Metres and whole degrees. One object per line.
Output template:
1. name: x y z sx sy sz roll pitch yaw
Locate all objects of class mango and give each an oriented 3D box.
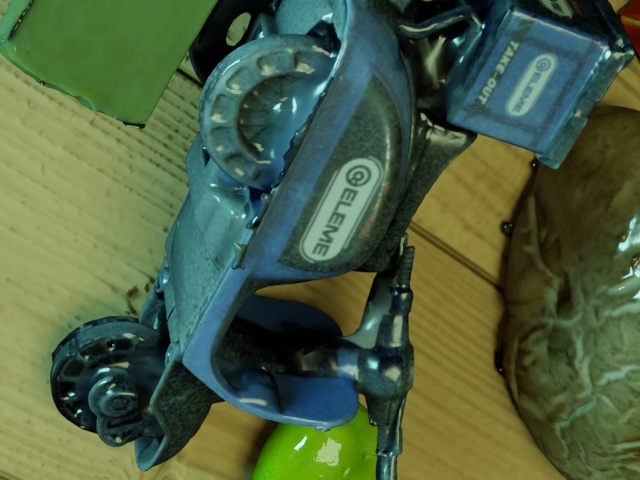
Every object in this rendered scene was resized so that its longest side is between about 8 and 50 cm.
1. mango: -0.005 0.145 1.044 0.073 0.056 0.108 17 101 -28

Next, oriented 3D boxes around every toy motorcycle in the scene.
1. toy motorcycle: 0.000 0.000 0.914 0.213 0.125 0.358 17 122 -21

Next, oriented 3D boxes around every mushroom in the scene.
1. mushroom: 0.213 0.066 1.079 0.156 0.151 0.285 -18 117 -21

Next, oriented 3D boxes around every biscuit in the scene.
1. biscuit: -0.044 -0.208 0.798 0.099 0.038 0.322 25 97 -37

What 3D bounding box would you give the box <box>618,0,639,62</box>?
1. box: 0.277 -0.134 1.022 0.112 0.175 0.048 -40 123 -9
